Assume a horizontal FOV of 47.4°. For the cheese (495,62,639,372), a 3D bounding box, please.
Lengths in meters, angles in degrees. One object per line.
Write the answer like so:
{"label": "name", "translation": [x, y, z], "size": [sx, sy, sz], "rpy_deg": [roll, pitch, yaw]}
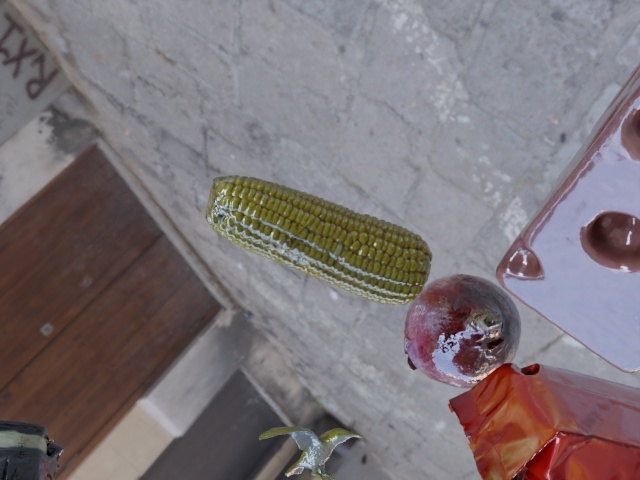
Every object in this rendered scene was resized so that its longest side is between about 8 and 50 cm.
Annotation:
{"label": "cheese", "translation": [0.237, -0.045, 0.472], "size": [0.128, 0.177, 0.203], "rpy_deg": [35, 142, 11]}

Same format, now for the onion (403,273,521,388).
{"label": "onion", "translation": [0.192, 0.113, 0.945], "size": [0.159, 0.159, 0.195], "rpy_deg": [39, 164, 6]}

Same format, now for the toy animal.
{"label": "toy animal", "translation": [0.010, 0.391, 1.336], "size": [0.155, 0.095, 0.219], "rpy_deg": [-4, 164, 31]}

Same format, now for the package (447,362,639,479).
{"label": "package", "translation": [0.353, 0.241, 0.753], "size": [0.424, 0.123, 0.196], "rpy_deg": [17, -166, -5]}

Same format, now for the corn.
{"label": "corn", "translation": [0.000, 0.000, 0.705], "size": [0.231, 0.080, 0.080], "rpy_deg": [19, 162, -14]}

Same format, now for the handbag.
{"label": "handbag", "translation": [-0.546, 0.411, 1.261], "size": [0.181, 0.181, 0.254], "rpy_deg": [8, 149, -21]}
